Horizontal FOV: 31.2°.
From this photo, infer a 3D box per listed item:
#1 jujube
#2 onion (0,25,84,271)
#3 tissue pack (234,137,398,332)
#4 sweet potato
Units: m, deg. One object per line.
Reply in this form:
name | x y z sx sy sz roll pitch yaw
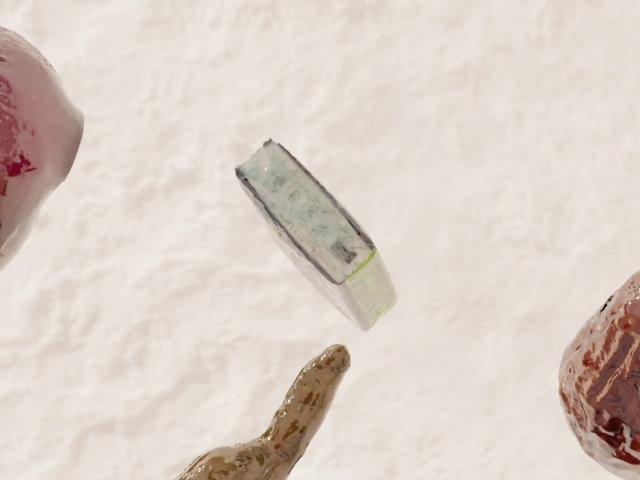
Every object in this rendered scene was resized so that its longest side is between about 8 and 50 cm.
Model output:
jujube | 0.357 0.142 1.235 0.197 0.290 0.197 0 51 0
onion | -0.531 -0.142 1.393 0.398 0.420 0.398 -32 35 26
tissue pack | 0.000 0.000 1.237 0.073 0.235 0.173 -42 73 -5
sweet potato | -0.065 0.188 0.882 0.269 0.075 0.075 -43 75 1
